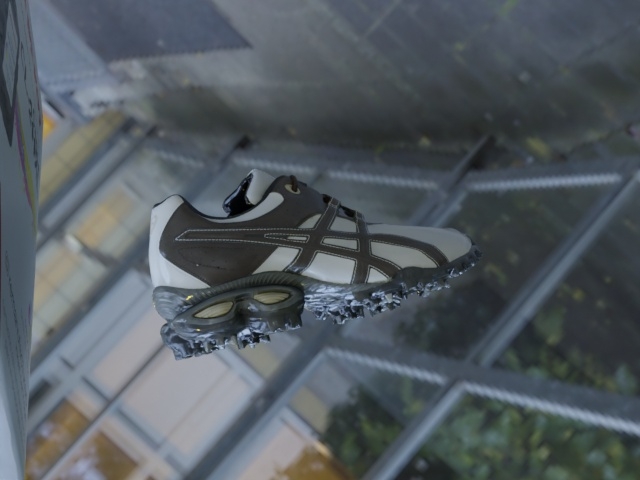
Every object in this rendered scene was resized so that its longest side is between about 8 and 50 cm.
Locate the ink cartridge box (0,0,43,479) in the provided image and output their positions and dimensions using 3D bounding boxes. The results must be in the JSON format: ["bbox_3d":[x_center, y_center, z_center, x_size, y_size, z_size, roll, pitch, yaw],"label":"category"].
[{"bbox_3d":[-0.125,-0.030,0.435,0.175,0.072,0.127,-98,7,-47],"label":"ink cartridge box"}]

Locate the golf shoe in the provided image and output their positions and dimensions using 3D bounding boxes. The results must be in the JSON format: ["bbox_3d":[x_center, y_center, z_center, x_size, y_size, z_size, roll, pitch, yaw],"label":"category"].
[{"bbox_3d":[0.000,0.000,0.797,0.077,0.198,0.094,-30,74,54],"label":"golf shoe"}]
